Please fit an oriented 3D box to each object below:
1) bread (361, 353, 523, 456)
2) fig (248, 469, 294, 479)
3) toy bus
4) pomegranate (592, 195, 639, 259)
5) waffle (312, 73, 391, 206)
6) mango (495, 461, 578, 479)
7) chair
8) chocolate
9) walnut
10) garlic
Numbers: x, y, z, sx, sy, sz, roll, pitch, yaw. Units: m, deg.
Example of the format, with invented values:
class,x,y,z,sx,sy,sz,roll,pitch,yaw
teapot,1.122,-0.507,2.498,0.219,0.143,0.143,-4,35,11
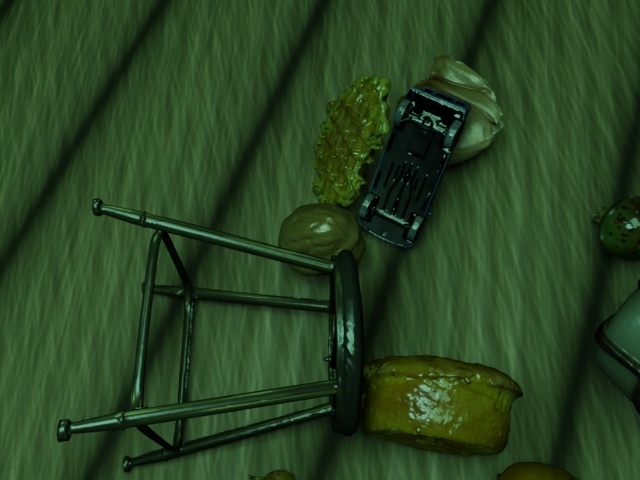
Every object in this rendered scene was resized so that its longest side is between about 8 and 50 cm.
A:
class,x,y,z,sx,sy,sz,roll,pitch,yaw
bread,0.190,0.264,1.113,0.268,0.268,0.145,6,70,7
fig,-0.083,0.412,1.174,0.083,0.050,0.050,7,65,23
toy bus,0.182,-0.140,1.325,0.125,0.292,0.133,26,25,15
pomegranate,0.579,-0.028,1.288,0.130,0.130,0.130,-2,65,4
waffle,0.058,-0.188,1.341,0.051,0.291,0.291,12,62,-27
mango,0.357,0.414,1.116,0.165,0.089,0.115,-8,66,-3
chair,-0.143,0.173,1.132,0.410,0.364,0.362,0,65,-1
chocolate,0.583,0.158,1.142,0.283,0.283,0.186,-32,49,-10
walnut,0.000,0.000,1.299,0.166,0.166,0.149,13,60,10
garlic,0.269,-0.247,1.424,0.217,0.110,0.228,-43,60,-3
